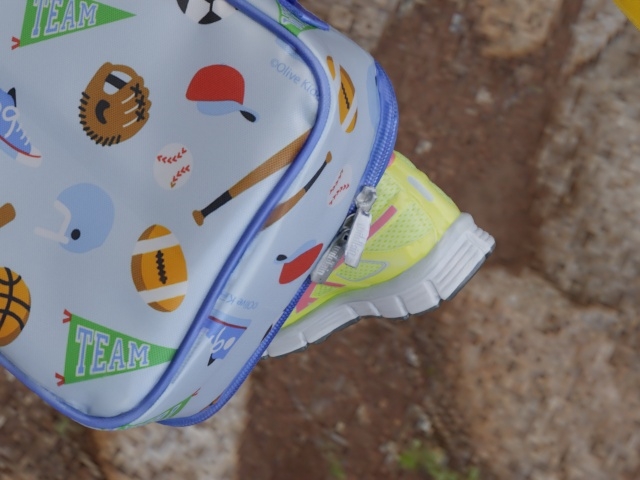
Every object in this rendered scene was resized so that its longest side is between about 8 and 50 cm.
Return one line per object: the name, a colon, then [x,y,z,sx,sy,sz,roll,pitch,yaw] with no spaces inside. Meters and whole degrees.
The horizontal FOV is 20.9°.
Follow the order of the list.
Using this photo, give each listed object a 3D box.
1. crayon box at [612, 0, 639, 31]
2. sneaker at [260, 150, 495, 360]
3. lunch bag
crayon box: [0.139,-0.241,0.803,0.081,0.278,0.165,-11,146,-50]
sneaker: [0.000,0.000,0.969,0.094,0.208,0.081,52,47,-16]
lunch bag: [-0.113,-0.061,0.875,0.243,0.303,0.115,-58,158,10]
